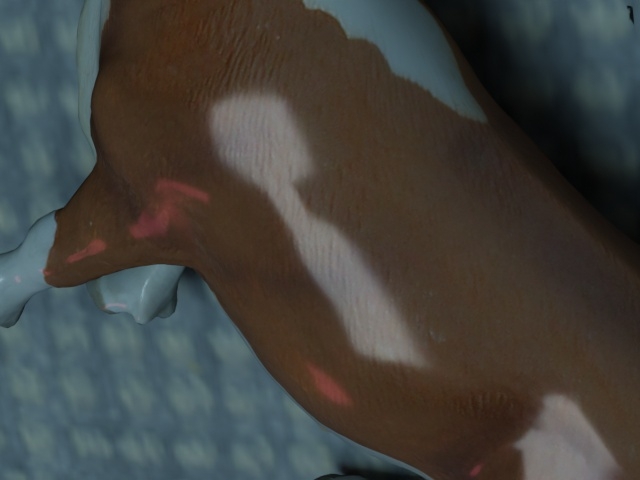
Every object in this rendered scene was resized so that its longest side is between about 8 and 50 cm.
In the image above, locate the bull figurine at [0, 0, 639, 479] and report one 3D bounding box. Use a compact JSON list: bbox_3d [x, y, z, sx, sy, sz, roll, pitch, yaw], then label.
[{"bbox_3d":[0.000,0.000,0.552,0.310,0.101,0.188,49,128,4],"label":"bull figurine"}]
